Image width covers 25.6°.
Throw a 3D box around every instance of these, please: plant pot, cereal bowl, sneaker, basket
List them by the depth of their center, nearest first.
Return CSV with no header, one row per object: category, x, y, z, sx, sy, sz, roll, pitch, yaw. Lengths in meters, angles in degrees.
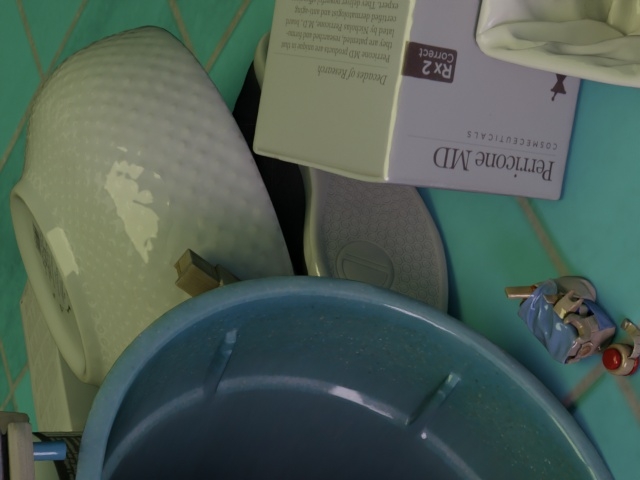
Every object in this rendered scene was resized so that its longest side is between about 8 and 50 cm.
basket,0.185,-0.142,0.791,0.167,0.103,0.113,22,104,53
plant pot,-0.028,0.257,0.879,0.334,0.341,0.341,-59,42,44
sneaker,0.000,0.000,1.049,0.147,0.104,0.296,-56,47,50
cereal bowl,-0.145,0.014,1.091,0.339,0.141,0.339,53,155,37

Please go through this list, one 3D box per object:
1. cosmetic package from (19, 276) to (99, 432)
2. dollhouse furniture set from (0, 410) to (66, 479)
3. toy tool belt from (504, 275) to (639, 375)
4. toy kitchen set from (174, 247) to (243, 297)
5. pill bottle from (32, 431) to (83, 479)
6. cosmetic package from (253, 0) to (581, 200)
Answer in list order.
cosmetic package,-0.238,0.116,1.349,0.099,0.060,0.239,-62,34,39
dollhouse furniture set,-0.243,0.193,0.749,0.303,0.198,0.286,116,148,-52
toy tool belt,0.150,0.054,0.860,0.083,0.051,0.052,50,125,44
toy kitchen set,-0.072,0.065,0.919,0.075,0.083,0.068,-50,20,8
pill bottle,-0.189,0.232,1.121,0.162,0.278,0.162,-11,76,54
cosmetic package,0.068,-0.129,0.912,0.151,0.151,0.184,16,100,54
